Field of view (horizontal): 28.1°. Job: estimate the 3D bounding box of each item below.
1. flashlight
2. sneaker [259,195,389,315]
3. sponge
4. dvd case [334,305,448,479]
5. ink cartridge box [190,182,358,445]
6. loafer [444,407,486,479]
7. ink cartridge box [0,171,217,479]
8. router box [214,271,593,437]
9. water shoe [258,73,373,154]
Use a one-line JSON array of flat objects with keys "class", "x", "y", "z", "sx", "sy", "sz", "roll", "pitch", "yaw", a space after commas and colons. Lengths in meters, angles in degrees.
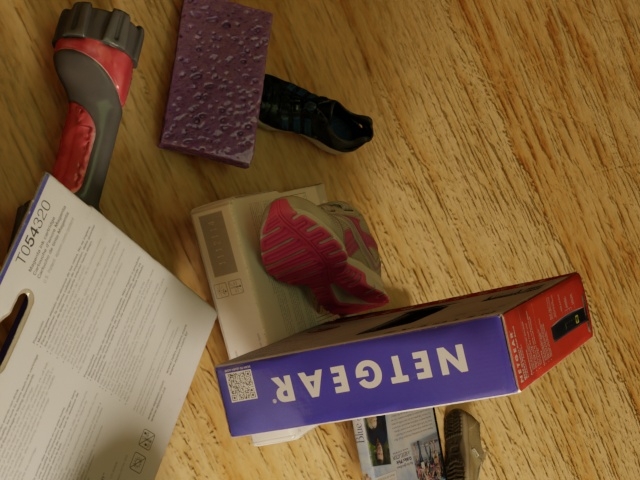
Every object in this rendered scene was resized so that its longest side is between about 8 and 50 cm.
[{"class": "flashlight", "x": -0.282, "y": -0.116, "z": 1.449, "sx": 0.103, "sy": 0.103, "sz": 0.304, "roll": 47, "pitch": 53, "yaw": -62}, {"class": "sneaker", "x": 0.000, "y": 0.000, "z": 1.569, "sx": 0.252, "sy": 0.103, "sz": 0.111, "roll": 46, "pitch": 34, "yaw": -55}, {"class": "sponge", "x": -0.130, "y": -0.202, "z": 1.603, "sx": 0.117, "sy": 0.031, "sz": 0.210, "roll": 12, "pitch": 73, "yaw": -15}, {"class": "dvd case", "x": 0.097, "y": 0.219, "z": 1.696, "sx": 0.180, "sy": 0.022, "sz": 0.253, "roll": -4, "pitch": 83, "yaw": -55}, {"class": "ink cartridge box", "x": -0.040, "y": 0.084, "z": 1.618, "sx": 0.261, "sy": 0.066, "sz": 0.296, "roll": -15, "pitch": 90, "yaw": -65}, {"class": "loafer", "x": 0.204, "y": 0.307, "z": 1.769, "sx": 0.050, "sy": 0.056, "sz": 0.148, "roll": 11, "pitch": 74, "yaw": -30}, {"class": "ink cartridge box", "x": -0.269, "y": 0.144, "z": 1.347, "sx": 0.330, "sy": 0.071, "sz": 0.324, "roll": 45, "pitch": 57, "yaw": -46}, {"class": "router box", "x": 0.103, "y": 0.124, "z": 1.420, "sx": 0.301, "sy": 0.336, "sz": 0.082, "roll": -14, "pitch": 91, "yaw": -65}, {"class": "water shoe", "x": -0.018, "y": -0.175, "z": 1.678, "sx": 0.203, "sy": 0.080, "sz": 0.073, "roll": 19, "pitch": 69, "yaw": -34}]
